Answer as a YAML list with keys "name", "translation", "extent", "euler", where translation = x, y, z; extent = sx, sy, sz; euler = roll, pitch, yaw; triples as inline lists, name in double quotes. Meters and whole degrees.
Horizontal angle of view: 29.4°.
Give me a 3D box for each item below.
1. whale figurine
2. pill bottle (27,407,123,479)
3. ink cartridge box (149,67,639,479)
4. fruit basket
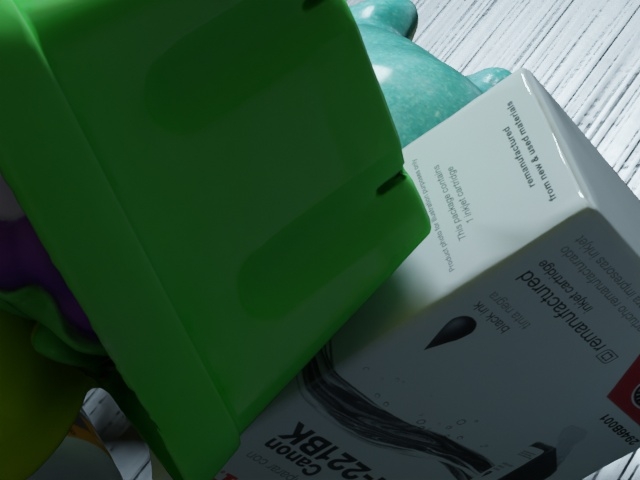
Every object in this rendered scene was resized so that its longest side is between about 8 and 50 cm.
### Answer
- name: "whale figurine"
  translation: [0.027, -0.090, 0.816]
  extent: [0.216, 0.141, 0.272]
  euler: [-14, 46, 9]
- name: "pill bottle"
  translation: [-0.253, 0.118, 0.828]
  extent: [0.162, 0.162, 0.278]
  euler: [-33, 47, -11]
- name: "ink cartridge box"
  translation: [0.062, 0.066, 0.680]
  extent: [0.273, 0.197, 0.114]
  euler: [-34, 42, 20]
- name: "fruit basket"
  translation: [-0.176, -0.011, 0.615]
  extent: [0.392, 0.283, 0.392]
  euler: [-18, 29, 10]
